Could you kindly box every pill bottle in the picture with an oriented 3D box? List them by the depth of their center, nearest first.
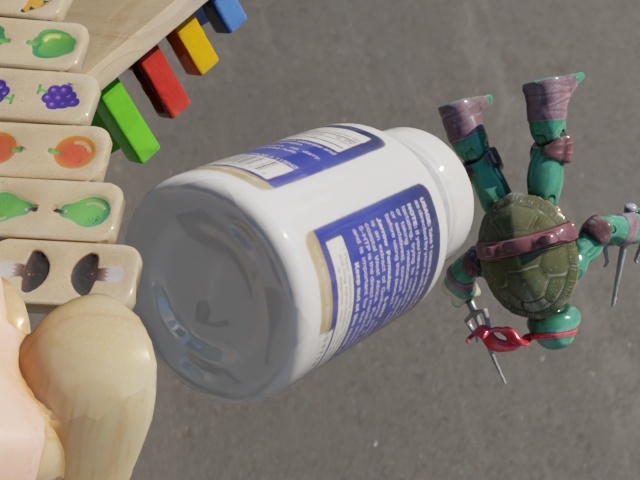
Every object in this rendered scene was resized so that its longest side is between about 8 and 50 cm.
[{"bbox_3d":[0.000,0.000,0.594,0.112,0.112,0.186,38,34,20],"label":"pill bottle"}]

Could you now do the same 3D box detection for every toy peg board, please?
[{"bbox_3d":[-0.131,-0.127,0.782,0.161,0.079,0.160,15,53,47],"label":"toy peg board"}]

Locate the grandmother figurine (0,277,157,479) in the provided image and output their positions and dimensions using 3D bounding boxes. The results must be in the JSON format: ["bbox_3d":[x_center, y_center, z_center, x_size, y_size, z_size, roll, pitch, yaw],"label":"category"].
[{"bbox_3d":[-0.220,0.039,0.257,0.342,0.207,0.104,5,82,-45],"label":"grandmother figurine"}]

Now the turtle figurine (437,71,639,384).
[{"bbox_3d":[0.169,-0.003,0.898,0.175,0.234,0.118,-12,4,13],"label":"turtle figurine"}]

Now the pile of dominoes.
[{"bbox_3d":[-0.188,-0.057,0.466,0.195,0.040,0.251,-13,55,-8],"label":"pile of dominoes"}]
